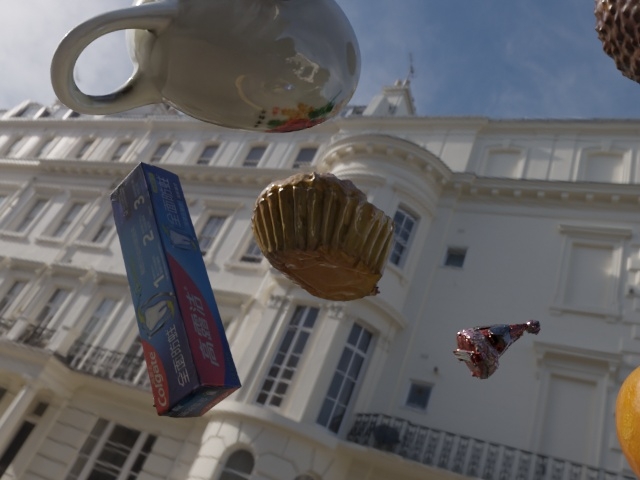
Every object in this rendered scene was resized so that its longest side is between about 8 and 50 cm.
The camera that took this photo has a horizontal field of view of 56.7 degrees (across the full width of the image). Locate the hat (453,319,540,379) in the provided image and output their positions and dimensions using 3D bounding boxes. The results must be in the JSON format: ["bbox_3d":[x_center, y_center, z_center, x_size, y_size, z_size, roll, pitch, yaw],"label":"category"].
[{"bbox_3d":[0.436,0.241,1.431,0.140,0.227,0.129,92,-27,-65],"label":"hat"}]

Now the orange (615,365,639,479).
[{"bbox_3d":[0.706,0.344,1.076,0.312,0.312,0.312,17,-33,12],"label":"orange"}]

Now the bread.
[{"bbox_3d":[0.000,0.000,1.072,0.274,0.149,0.274,8,-34,6],"label":"bread"}]

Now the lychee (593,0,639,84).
[{"bbox_3d":[0.492,-0.310,0.747,0.261,0.260,0.260,17,-33,12],"label":"lychee"}]

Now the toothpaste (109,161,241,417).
[{"bbox_3d":[-0.184,0.049,0.719,0.076,0.320,0.066,-39,-33,25],"label":"toothpaste"}]

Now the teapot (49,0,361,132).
[{"bbox_3d":[-0.052,-0.123,0.365,0.145,0.226,0.092,44,-45,31],"label":"teapot"}]
